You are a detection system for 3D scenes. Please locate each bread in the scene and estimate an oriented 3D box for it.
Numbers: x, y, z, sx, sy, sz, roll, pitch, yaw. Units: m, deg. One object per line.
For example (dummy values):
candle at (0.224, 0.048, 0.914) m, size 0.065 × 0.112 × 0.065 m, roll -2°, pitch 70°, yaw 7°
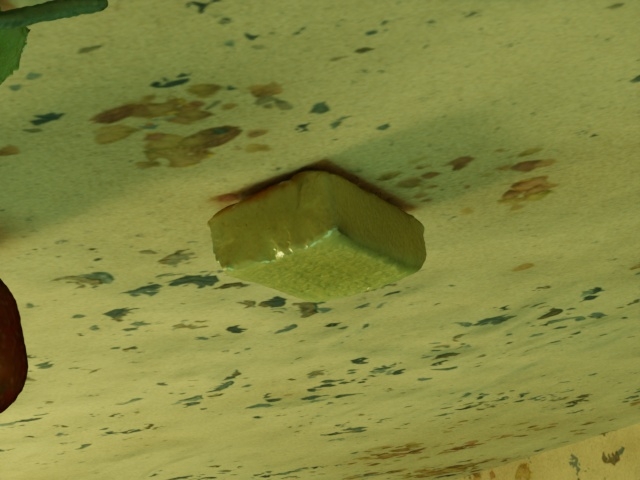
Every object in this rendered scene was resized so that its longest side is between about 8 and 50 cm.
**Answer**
bread at (0.000, 0.000, 1.194) m, size 0.125 × 0.068 × 0.188 m, roll -18°, pitch 161°, yaw 25°

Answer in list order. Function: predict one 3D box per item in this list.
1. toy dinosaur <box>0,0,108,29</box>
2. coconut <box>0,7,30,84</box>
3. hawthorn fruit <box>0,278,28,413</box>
toy dinosaur at (-0.245, -0.130, 0.634) m, size 0.383 × 0.076 × 0.129 m, roll 14°, pitch -176°, yaw -38°
coconut at (-0.257, -0.100, 0.782) m, size 0.158 × 0.055 × 0.133 m, roll -16°, pitch 162°, yaw 18°
hawthorn fruit at (-0.361, 0.091, 1.087) m, size 0.207 × 0.207 × 0.243 m, roll -18°, pitch 153°, yaw 26°
